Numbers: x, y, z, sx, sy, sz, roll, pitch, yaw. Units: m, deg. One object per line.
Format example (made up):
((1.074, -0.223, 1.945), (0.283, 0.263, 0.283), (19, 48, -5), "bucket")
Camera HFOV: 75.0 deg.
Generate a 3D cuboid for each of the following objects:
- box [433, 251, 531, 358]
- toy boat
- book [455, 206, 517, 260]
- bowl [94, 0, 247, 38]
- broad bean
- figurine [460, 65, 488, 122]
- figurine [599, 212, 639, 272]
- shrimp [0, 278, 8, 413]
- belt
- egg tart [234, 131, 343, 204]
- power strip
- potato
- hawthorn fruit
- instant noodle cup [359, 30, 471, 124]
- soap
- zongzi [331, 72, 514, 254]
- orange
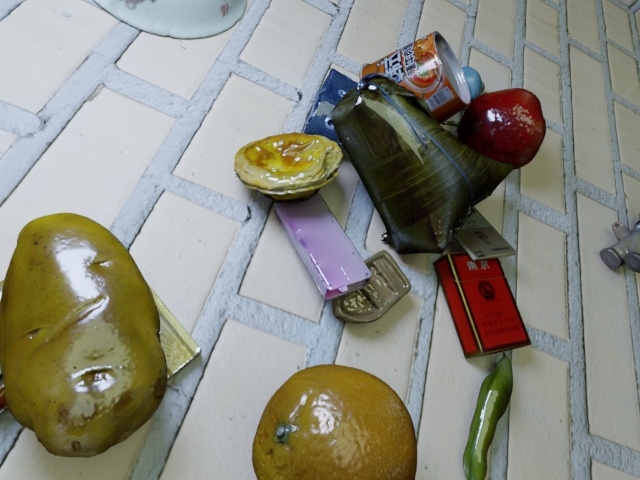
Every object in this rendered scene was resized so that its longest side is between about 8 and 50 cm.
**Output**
((0.378, 0.144, 0.984), (0.153, 0.074, 0.239), (-5, 67, -20), "box")
((0.096, 0.112, 0.891), (0.188, 0.061, 0.116), (-32, 82, -31), "toy boat")
((0.383, -0.029, 1.054), (0.139, 0.016, 0.198), (-5, 45, -25), "book")
((-0.374, -0.730, 1.017), (0.435, 0.196, 0.434), (9, 64, -18), "bowl")
((0.347, 0.381, 0.868), (0.075, 0.067, 0.325), (32, 63, -5), "broad bean")
((0.504, -0.452, 1.297), (0.260, 0.103, 0.205), (29, 60, -18), "figurine")
((1.030, -0.010, 1.245), (0.381, 0.248, 0.203), (-21, 81, -15), "figurine")
((-0.473, 0.183, 0.630), (0.154, 0.062, 0.294), (22, 58, -18), "shrimp")
((0.043, -0.317, 1.034), (0.129, 0.122, 0.218), (27, 58, -12), "belt")
((-0.067, -0.155, 0.901), (0.241, 0.105, 0.241), (-2, 39, 2), "egg tart")
((0.000, 0.000, 0.875), (0.109, 0.037, 0.278), (-15, 55, -26), "power strip")
((-0.355, 0.124, 0.621), (0.196, 0.176, 0.369), (-26, 73, 13), "potato")
((0.476, -0.317, 1.166), (0.266, 0.230, 0.210), (15, 96, 8), "hawthorn fruit")
((0.246, -0.380, 1.053), (0.250, 0.192, 0.250), (27, 53, -42), "instant noodle cup")
((-0.321, 0.128, 0.729), (0.092, 0.037, 0.252), (-38, 83, -32), "soap")
((0.265, -0.231, 0.982), (0.432, 0.208, 0.403), (-36, 102, -25), "zongzi")
((0.020, 0.316, 0.646), (0.264, 0.264, 0.264), (9, 64, -18), "orange")
